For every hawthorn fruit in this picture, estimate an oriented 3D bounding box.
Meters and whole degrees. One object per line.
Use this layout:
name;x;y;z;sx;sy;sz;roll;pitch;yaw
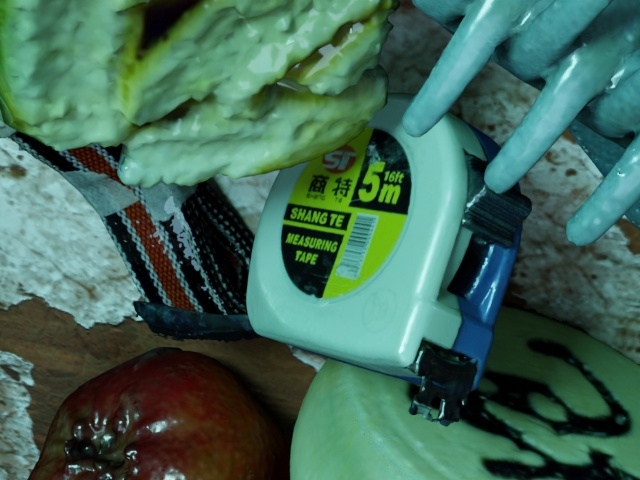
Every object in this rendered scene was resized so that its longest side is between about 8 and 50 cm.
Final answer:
hawthorn fruit;-0.146;0.265;1.189;0.265;0.265;0.307;-2;150;21

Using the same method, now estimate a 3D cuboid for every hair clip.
hair clip;0.215;-0.125;0.730;0.318;0.238;0.392;34;132;-6

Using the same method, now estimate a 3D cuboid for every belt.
belt;-0.159;-0.054;1.010;0.094;0.126;0.359;-19;126;21

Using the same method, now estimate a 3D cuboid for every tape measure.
tape measure;0.000;0.000;0.906;0.098;0.215;0.351;26;169;-41

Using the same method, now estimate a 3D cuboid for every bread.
bread;-0.106;-0.215;0.672;0.264;0.239;0.395;-18;150;-17

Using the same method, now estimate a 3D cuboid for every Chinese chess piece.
Chinese chess piece;0.150;0.183;0.935;0.349;0.349;0.146;19;117;4
